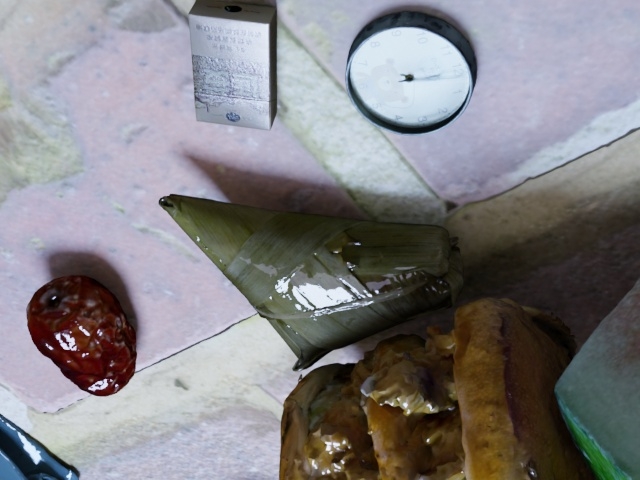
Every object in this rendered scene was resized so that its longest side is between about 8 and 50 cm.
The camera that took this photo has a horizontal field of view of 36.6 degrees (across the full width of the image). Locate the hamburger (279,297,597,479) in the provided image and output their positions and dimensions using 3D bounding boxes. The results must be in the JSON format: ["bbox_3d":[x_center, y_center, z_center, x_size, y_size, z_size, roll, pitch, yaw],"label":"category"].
[{"bbox_3d":[0.103,0.167,0.693,0.211,0.260,0.245,-27,101,22],"label":"hamburger"}]

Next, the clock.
[{"bbox_3d":[0.057,-0.103,0.612,0.085,0.017,0.085,7,133,8],"label":"clock"}]

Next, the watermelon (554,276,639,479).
[{"bbox_3d":[0.274,0.128,0.624,0.151,0.302,0.264,0,144,47],"label":"watermelon"}]

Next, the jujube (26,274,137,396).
[{"bbox_3d":[-0.195,0.084,0.811,0.077,0.077,0.129,1,138,14],"label":"jujube"}]

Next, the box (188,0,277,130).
[{"bbox_3d":[-0.056,-0.113,0.627,0.053,0.024,0.083,8,132,7],"label":"box"}]

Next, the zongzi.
[{"bbox_3d":[0.000,0.000,0.685,0.160,0.078,0.176,-27,118,26],"label":"zongzi"}]

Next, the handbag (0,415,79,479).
[{"bbox_3d":[-0.376,0.263,1.041,0.221,0.057,0.144,-29,112,35],"label":"handbag"}]
